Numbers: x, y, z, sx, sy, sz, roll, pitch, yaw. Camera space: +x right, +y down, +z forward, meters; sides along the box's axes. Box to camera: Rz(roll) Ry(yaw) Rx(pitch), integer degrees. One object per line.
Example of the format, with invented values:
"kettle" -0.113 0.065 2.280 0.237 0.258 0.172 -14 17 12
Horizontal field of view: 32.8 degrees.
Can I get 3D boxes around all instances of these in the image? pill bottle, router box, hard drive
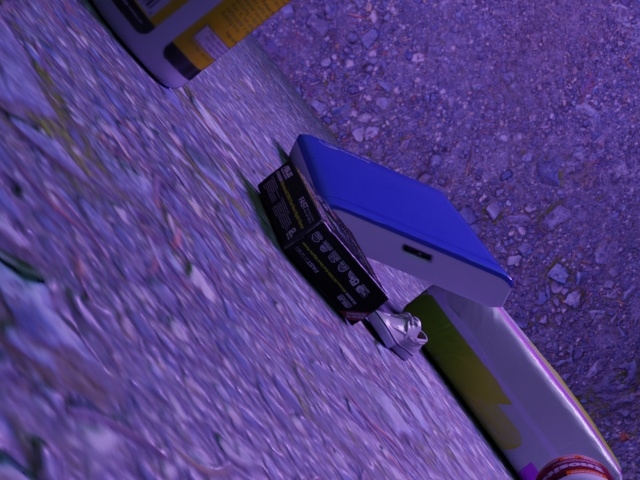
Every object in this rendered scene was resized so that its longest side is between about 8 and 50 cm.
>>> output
"pill bottle" -0.067 -0.221 0.819 0.119 0.208 0.119 52 6 -8
"router box" 0.000 0.000 0.860 0.092 0.038 0.122 50 6 -28
"hard drive" 0.078 -0.032 1.216 0.210 0.040 0.318 22 14 -12
"pill bottle" 0.243 0.253 1.010 0.086 0.086 0.152 53 6 5

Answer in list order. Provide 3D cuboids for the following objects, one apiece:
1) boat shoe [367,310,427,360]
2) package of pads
"boat shoe" 0.071 0.078 0.961 0.035 0.035 0.100 57 7 32
"package of pads" 0.231 0.181 1.269 0.296 0.101 0.229 55 7 16
